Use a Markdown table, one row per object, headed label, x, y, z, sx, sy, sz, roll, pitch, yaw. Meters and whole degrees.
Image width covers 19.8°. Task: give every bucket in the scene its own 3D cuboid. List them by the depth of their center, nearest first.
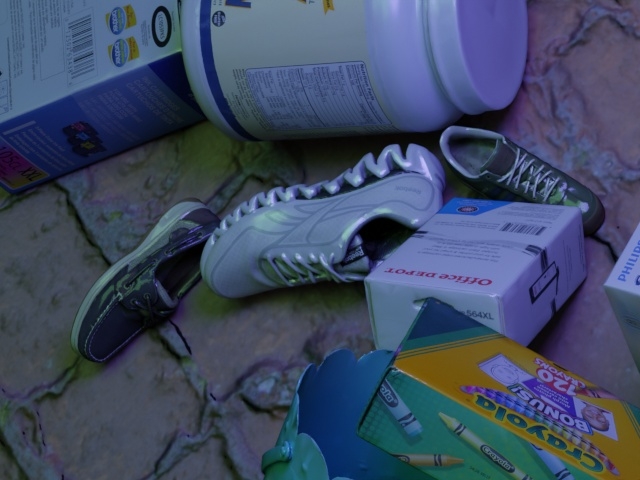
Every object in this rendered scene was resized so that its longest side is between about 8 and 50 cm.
| label | x | y | z | sx | sy | sz | roll | pitch | yaw |
| --- | --- | --- | --- | --- | --- | --- | --- | --- | --- |
| bucket | 0.068 | 0.250 | 1.696 | 0.281 | 0.281 | 0.183 | 47 | 123 | 36 |

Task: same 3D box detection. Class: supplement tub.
| label | x | y | z | sx | sy | sz | roll | pitch | yaw |
| --- | --- | --- | --- | --- | --- | --- | --- | --- | --- |
| supplement tub | 0.038 | -0.230 | 1.980 | 0.325 | 0.235 | 0.235 | -2 | 66 | 28 |

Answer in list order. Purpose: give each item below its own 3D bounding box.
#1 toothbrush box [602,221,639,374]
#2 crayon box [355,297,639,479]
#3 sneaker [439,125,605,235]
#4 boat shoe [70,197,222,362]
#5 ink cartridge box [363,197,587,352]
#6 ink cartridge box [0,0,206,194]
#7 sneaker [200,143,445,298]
| label | x | y | z | sx | sy | sz | roll | pitch | yaw |
| --- | --- | --- | --- | --- | --- | --- | --- | --- | --- |
| toothbrush box | 0.421 | 0.087 | 1.629 | 0.283 | 0.206 | 0.122 | 19 | 65 | 33 |
| crayon box | 0.185 | 0.175 | 1.636 | 0.278 | 0.165 | 0.081 | 28 | 115 | 4 |
| sneaker | 0.200 | -0.066 | 1.904 | 0.192 | 0.086 | 0.064 | 28 | 82 | 35 |
| boat shoe | -0.191 | 0.052 | 2.064 | 0.223 | 0.080 | 0.073 | -50 | 49 | -7 |
| ink cartridge box | 0.156 | 0.038 | 1.812 | 0.148 | 0.086 | 0.203 | 7 | 29 | 31 |
| ink cartridge box | -0.254 | -0.256 | 2.203 | 0.395 | 0.151 | 0.270 | -20 | 59 | 21 |
| sneaker | 0.000 | 0.000 | 1.957 | 0.292 | 0.110 | 0.118 | -24 | 45 | 18 |
